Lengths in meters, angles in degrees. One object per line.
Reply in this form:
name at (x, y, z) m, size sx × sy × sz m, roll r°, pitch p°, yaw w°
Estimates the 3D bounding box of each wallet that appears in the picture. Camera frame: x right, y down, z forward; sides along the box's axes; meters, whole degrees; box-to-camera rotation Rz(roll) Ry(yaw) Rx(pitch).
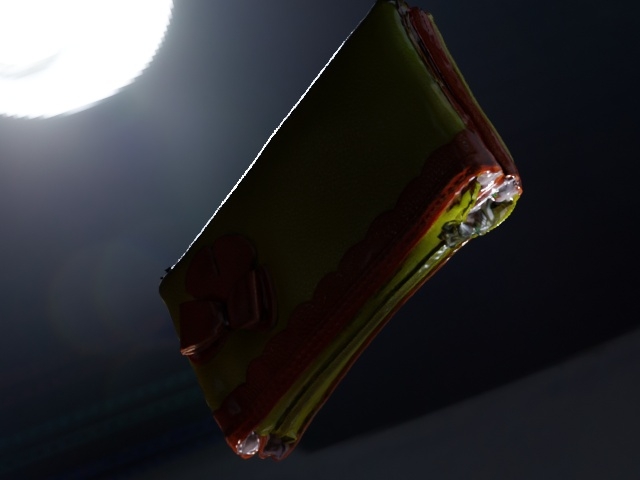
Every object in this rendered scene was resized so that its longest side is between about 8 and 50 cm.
wallet at (0.000, 0.000, 0.818) m, size 0.241 × 0.067 × 0.141 m, roll -52°, pitch 45°, yaw 30°
